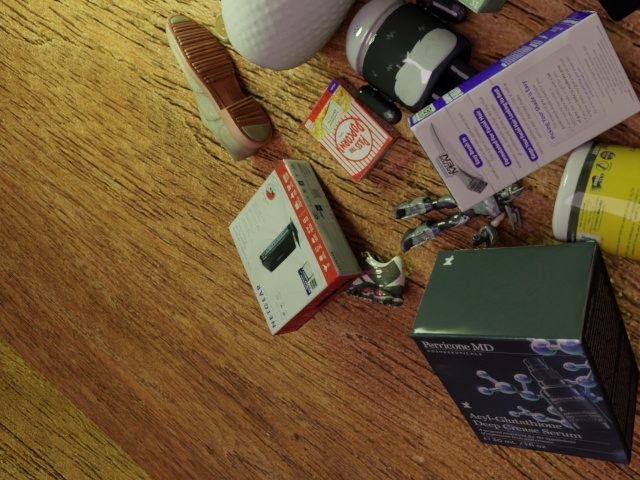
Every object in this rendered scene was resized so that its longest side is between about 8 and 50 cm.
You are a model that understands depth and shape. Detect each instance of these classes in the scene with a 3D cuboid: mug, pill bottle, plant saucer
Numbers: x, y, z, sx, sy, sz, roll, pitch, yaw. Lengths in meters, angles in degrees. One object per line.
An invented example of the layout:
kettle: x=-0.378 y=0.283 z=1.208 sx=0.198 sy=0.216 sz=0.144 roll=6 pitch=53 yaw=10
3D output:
mug: x=-0.075 y=-0.562 z=1.234 sx=0.328 sy=0.276 sz=0.374 roll=-59 pitch=42 yaw=44
pill bottle: x=0.580 y=-0.050 z=1.003 sx=0.333 sy=0.188 sz=0.188 roll=17 pitch=118 yaw=29
plant saucer: x=-0.236 y=-0.531 z=1.499 sx=0.083 sy=0.015 sz=0.084 roll=15 pitch=118 yaw=31

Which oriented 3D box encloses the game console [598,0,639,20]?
game console: x=0.510 y=-0.448 z=0.995 sx=0.122 sy=0.071 sz=0.107 roll=-32 pitch=60 yaw=40

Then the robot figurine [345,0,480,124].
robot figurine: x=0.179 y=-0.354 z=1.177 sx=0.278 sy=0.209 sz=0.174 roll=38 pitch=162 yaw=16

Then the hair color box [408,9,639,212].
hair color box: x=0.343 y=-0.220 z=1.050 sx=0.338 sy=0.110 sz=0.185 roll=-31 pitch=106 yaw=14

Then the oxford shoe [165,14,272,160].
oxford shoe: x=-0.285 y=-0.377 z=1.525 sx=0.146 sy=0.140 sz=0.397 roll=-33 pitch=86 yaw=47

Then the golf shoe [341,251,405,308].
golf shoe: x=0.098 y=0.086 z=1.489 sx=0.272 sy=0.105 sz=0.120 roll=9 pitch=84 yaw=41

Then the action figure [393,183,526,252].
action figure: x=0.295 y=-0.064 z=1.266 sx=0.284 sy=0.099 sz=0.186 roll=-19 pitch=93 yaw=37

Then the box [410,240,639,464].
box: x=0.399 y=0.214 z=1.137 sx=0.293 sy=0.212 sz=0.396 roll=-5 pitch=134 yaw=38

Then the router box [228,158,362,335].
router box: x=-0.075 y=0.021 z=1.508 sx=0.301 sy=0.082 sz=0.336 roll=-46 pitch=60 yaw=39

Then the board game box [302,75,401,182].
board game box: x=0.069 y=-0.253 z=1.378 sx=0.193 sy=0.045 sz=0.147 roll=47 pitch=129 yaw=10

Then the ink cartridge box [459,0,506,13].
ink cartridge box: x=0.222 y=-0.463 z=1.051 sx=0.171 sy=0.235 sz=0.056 roll=41 pitch=126 yaw=15
